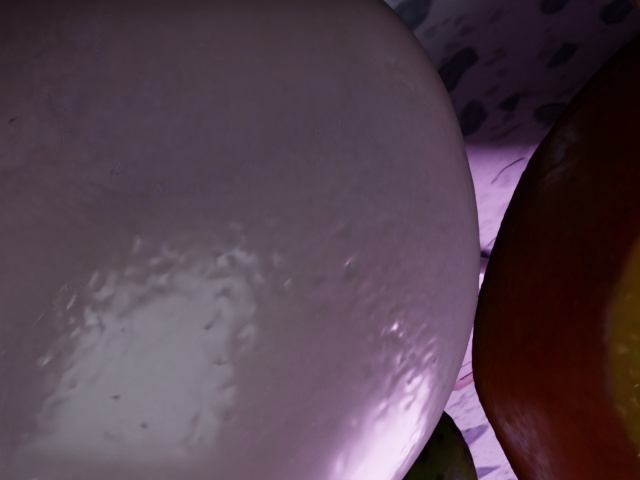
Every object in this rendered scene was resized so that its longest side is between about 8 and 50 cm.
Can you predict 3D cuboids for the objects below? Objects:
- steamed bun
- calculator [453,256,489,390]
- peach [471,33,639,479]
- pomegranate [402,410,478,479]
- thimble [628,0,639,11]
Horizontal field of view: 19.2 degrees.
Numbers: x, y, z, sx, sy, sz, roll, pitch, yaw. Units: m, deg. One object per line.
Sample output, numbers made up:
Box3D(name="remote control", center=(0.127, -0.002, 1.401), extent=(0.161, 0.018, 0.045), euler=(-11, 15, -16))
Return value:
Box3D(name="steamed bun", center=(-0.075, 0.024, 0.795), extent=(0.324, 0.206, 0.324), euler=(-18, 128, -24))
Box3D(name="calculator", center=(0.093, 0.063, 1.296), extent=(0.103, 0.024, 0.166), euler=(-33, 149, -3))
Box3D(name="peach", center=(0.215, 0.017, 1.067), extent=(0.306, 0.242, 0.380), euler=(-41, -173, 19))
Box3D(name="pomegranate", center=(-0.012, 0.168, 1.156), extent=(0.202, 0.202, 0.248), euler=(-50, 176, 25))
Box3D(name="thimble", center=(0.246, -0.202, 0.872), extent=(0.162, 0.239, 0.239), euler=(-3, 138, -42))
